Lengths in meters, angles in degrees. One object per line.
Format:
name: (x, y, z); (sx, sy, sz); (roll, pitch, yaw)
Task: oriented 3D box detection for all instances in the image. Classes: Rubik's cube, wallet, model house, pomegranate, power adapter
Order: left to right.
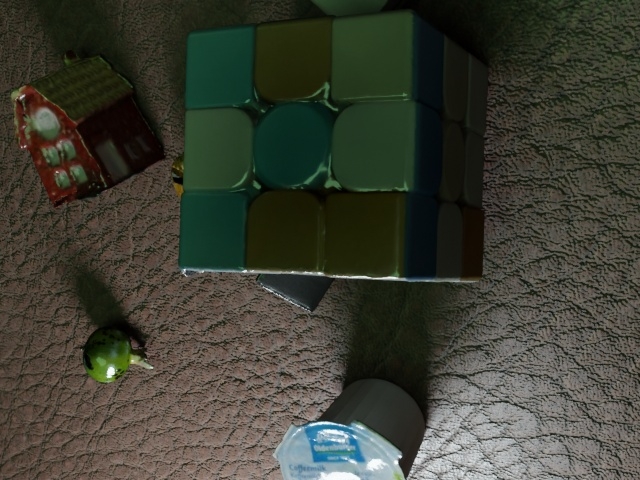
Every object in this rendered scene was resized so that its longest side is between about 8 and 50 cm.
model house: (-0.435, -0.211, 1.648); (0.160, 0.196, 0.254); (-18, 104, 34)
pomegranate: (-0.430, 0.243, 1.929); (0.161, 0.122, 0.122); (8, 121, -7)
wallet: (0.000, 0.000, 1.558); (0.124, 0.025, 0.244); (29, 101, -19)
Rubik's cube: (0.031, -0.113, 1.307); (0.346, 0.347, 0.344); (2, 90, 25)
power adapter: (0.034, -0.413, 1.351); (0.205, 0.125, 0.130); (44, 126, 3)

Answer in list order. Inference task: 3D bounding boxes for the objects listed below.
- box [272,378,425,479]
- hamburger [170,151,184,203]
box: (0.092, 0.399, 1.680); (0.262, 0.206, 0.291); (-11, 110, 32)
hamburger: (-0.168, -0.071, 1.611); (0.231, 0.107, 0.231); (25, 126, 39)
